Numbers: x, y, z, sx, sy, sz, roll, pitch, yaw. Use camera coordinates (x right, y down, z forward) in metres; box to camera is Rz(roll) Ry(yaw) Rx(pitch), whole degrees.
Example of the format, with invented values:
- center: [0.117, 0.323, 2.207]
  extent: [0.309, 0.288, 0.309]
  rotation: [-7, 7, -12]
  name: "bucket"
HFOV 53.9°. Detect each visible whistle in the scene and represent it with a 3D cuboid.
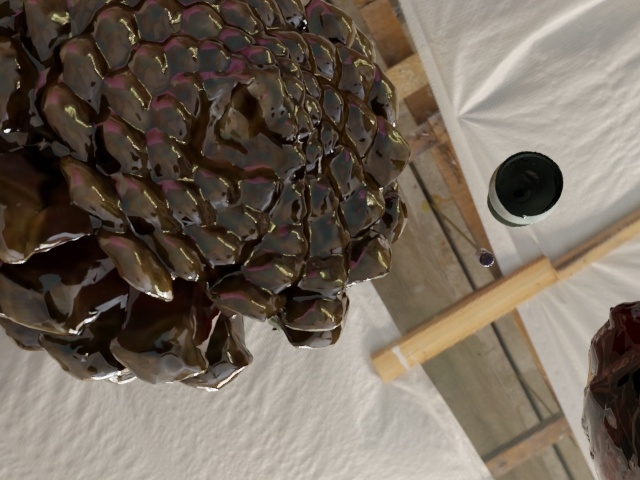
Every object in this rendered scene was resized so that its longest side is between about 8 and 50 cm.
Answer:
- center: [0.356, 0.036, 1.372]
  extent: [0.033, 0.176, 0.033]
  rotation: [0, -88, 10]
  name: "whistle"

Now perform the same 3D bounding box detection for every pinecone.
- center: [-0.136, -0.052, 0.525]
  extent: [0.384, 0.384, 0.385]
  rotation: [-4, -70, -11]
  name: "pinecone"

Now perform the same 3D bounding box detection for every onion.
- center: [0.357, 0.220, 0.647]
  extent: [0.146, 0.280, 0.314]
  rotation: [-24, -36, -23]
  name: "onion"

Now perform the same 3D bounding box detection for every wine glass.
- center: [0.236, -0.056, 0.735]
  extent: [0.079, 0.195, 0.079]
  rotation: [0, -92, 14]
  name: "wine glass"

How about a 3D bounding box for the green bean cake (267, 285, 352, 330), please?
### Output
- center: [0.000, 0.000, 0.716]
  extent: [0.094, 0.181, 0.173]
  rotation: [43, -61, -11]
  name: "green bean cake"
